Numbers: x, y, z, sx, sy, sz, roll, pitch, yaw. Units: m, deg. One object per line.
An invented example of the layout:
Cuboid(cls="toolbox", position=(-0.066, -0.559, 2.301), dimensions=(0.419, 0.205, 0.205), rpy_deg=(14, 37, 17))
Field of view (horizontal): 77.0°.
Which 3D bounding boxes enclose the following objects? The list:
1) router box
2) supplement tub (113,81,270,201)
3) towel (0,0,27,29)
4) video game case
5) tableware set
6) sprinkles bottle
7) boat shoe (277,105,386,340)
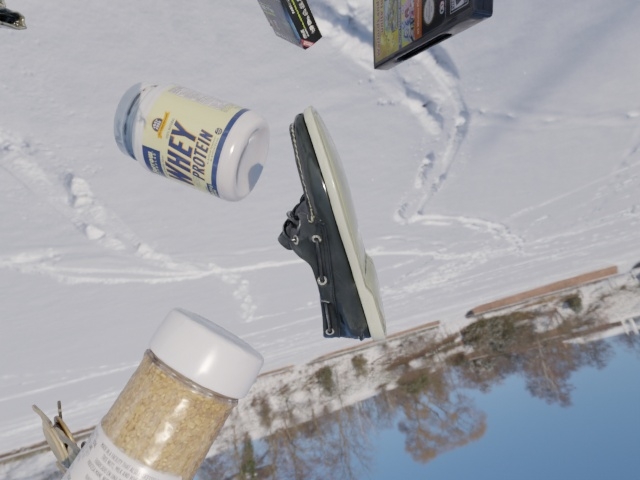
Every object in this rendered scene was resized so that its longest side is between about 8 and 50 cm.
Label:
Cuboid(cls="router box", position=(-0.057, -0.377, 0.662), dimensions=(0.038, 0.122, 0.092), rpy_deg=(-39, 137, -3))
Cuboid(cls="supplement tub", position=(-0.318, -0.255, 1.025), dimensions=(0.324, 0.236, 0.235), rpy_deg=(20, 167, 7))
Cuboid(cls="towel", position=(-0.644, -0.354, 0.531), dimensions=(0.324, 0.056, 0.312), rpy_deg=(9, -165, 4))
Cuboid(cls="video game case", position=(0.142, -0.409, 0.552), dimensions=(0.035, 0.275, 0.248), rpy_deg=(-5, -170, -20))
Cuboid(cls="tableware set", position=(-0.361, 0.314, 0.602), dimensions=(0.194, 0.128, 0.039), rpy_deg=(6, -158, 39))
Cuboid(cls="sprinkles bottle", position=(-0.199, 0.249, 0.411), dimensions=(0.121, 0.355, 0.121), rpy_deg=(29, 166, 8))
Cuboid(cls="boat shoe", position=(0.001, -0.001, 0.553), dimensions=(0.113, 0.340, 0.127), rpy_deg=(-13, -153, 14))
